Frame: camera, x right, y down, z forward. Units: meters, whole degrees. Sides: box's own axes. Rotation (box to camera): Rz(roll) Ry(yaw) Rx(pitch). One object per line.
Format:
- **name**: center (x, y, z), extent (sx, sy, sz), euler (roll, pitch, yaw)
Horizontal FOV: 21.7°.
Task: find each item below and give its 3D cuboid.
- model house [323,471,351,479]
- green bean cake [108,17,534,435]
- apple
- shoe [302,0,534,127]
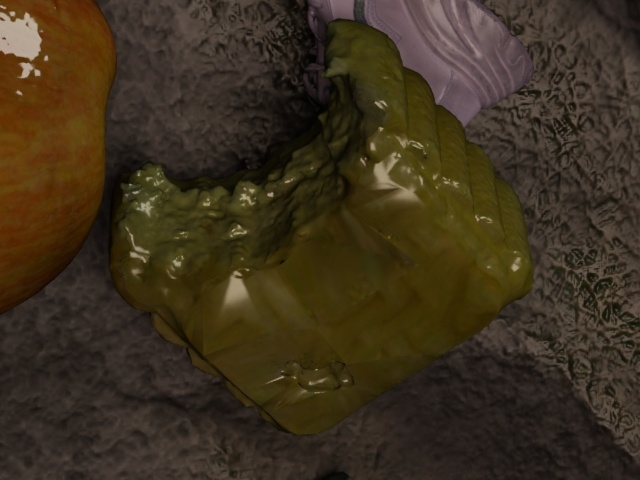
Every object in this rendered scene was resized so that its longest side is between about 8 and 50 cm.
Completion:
- **model house**: center (0.012, 0.228, 1.247), extent (0.078, 0.066, 0.083), euler (-36, 106, -8)
- **green bean cake**: center (0.000, 0.000, 1.128), extent (0.236, 0.124, 0.233), euler (-34, 116, 18)
- **apple**: center (-0.240, -0.074, 1.022), extent (0.264, 0.264, 0.264), euler (-3, 102, -14)
- **shoe**: center (0.028, -0.154, 1.162), extent (0.137, 0.095, 0.245), euler (-48, 114, -3)
